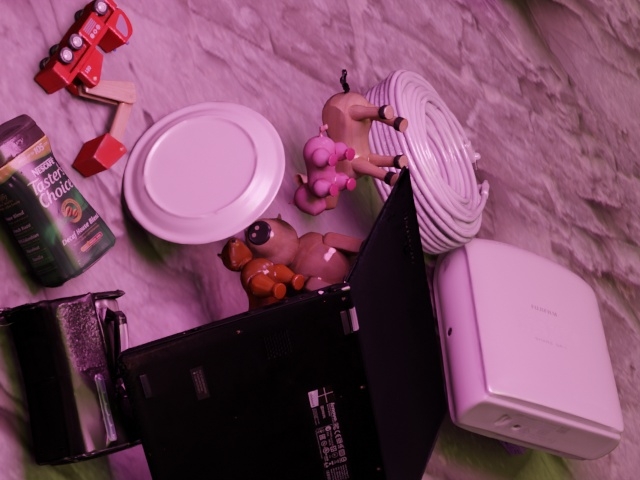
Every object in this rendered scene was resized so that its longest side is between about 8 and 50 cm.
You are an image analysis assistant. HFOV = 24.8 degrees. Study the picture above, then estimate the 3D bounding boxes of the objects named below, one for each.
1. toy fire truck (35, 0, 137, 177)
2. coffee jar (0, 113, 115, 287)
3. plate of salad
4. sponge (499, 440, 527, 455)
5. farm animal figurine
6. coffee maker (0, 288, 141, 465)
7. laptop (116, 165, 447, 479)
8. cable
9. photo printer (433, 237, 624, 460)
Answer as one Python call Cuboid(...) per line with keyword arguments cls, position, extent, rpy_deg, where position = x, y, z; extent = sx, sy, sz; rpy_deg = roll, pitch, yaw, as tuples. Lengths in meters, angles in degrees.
Cuboid(cls="toy fire truck", position=(-0.264, -0.186, 1.735), extent=(0.135, 0.047, 0.192), rpy_deg=(45, 52, -25))
Cuboid(cls="coffee jar", position=(-0.316, -0.045, 1.629), extent=(0.096, 0.079, 0.184), rpy_deg=(-46, 109, -39))
Cuboid(cls="plate of salad", position=(-0.138, -0.079, 1.750), extent=(0.048, 0.199, 0.200), rpy_deg=(68, 31, -60))
Cuboid(cls="sponge", position=(0.301, 0.201, 2.158), extent=(0.117, 0.031, 0.210), rpy_deg=(50, 51, -20))
Cuboid(cls="farm animal figurine", position=(0.000, 0.000, 1.846), extent=(0.330, 0.172, 0.327), rpy_deg=(-55, 135, -21))
Cuboid(cls="coffee maker", position=(-0.284, 0.155, 1.598), extent=(0.171, 0.120, 0.178), rpy_deg=(-10, 84, -20))
Cuboid(cls="laptop", position=(-0.020, 0.176, 1.735), extent=(0.407, 0.236, 0.382), rpy_deg=(-17, 120, -9))
Cuboid(cls="cable", position=(0.138, -0.108, 1.990), extent=(0.257, 0.089, 0.257), rpy_deg=(59, 23, -22))
Cuboid(cls="photo printer", position=(0.286, 0.139, 2.045), extent=(0.256, 0.107, 0.308), rpy_deg=(19, 45, -24))
